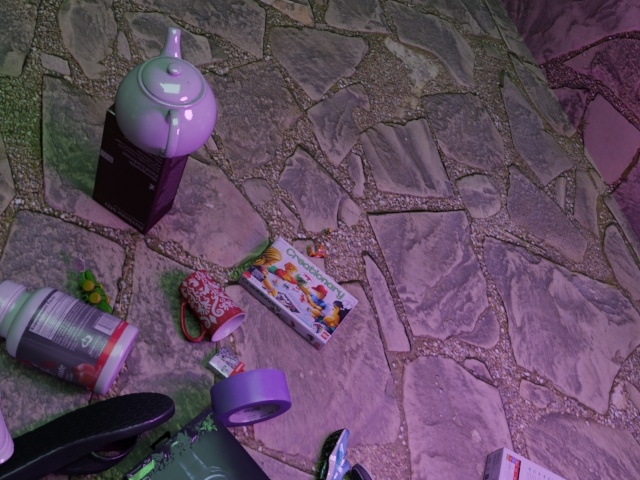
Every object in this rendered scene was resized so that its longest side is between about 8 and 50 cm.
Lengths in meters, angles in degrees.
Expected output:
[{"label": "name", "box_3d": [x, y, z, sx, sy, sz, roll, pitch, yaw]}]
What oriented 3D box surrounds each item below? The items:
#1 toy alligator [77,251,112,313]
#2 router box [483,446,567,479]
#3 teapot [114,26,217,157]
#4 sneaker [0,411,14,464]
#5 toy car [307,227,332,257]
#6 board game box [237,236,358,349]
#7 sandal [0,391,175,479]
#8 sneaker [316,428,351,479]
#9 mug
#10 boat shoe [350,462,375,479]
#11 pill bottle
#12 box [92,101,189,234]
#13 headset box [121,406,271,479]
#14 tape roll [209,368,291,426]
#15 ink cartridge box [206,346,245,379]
[{"label": "toy alligator", "box_3d": [-0.591, 0.119, 1.666, 0.051, 0.056, 0.189, -36, 73, 3]}, {"label": "router box", "box_3d": [0.568, 0.775, 1.741, 0.301, 0.082, 0.335, 29, 50, -5]}, {"label": "teapot", "box_3d": [-0.347, -0.327, 1.502, 0.256, 0.187, 0.252, 43, 53, 6]}, {"label": "sneaker", "box_3d": [-0.723, 0.334, 1.370, 0.111, 0.129, 0.297, -22, 45, -34]}, {"label": "toy car", "box_3d": [0.000, 0.000, 2.035, 0.060, 0.040, 0.122, 21, 52, -11]}, {"label": "board game box", "box_3d": [-0.062, 0.149, 1.893, 0.305, 0.053, 0.193, 39, 50, 4]}, {"label": "sandal", "box_3d": [-0.532, 0.451, 1.419, 0.446, 0.168, 0.106, -19, 112, -22]}, {"label": "sneaker", "box_3d": [0.044, 0.559, 1.667, 0.073, 0.063, 0.162, 34, 55, -20]}, {"label": "mug", "box_3d": [-0.305, 0.174, 1.725, 0.150, 0.113, 0.169, -28, 69, -39]}, {"label": "boat shoe", "box_3d": [0.108, 0.656, 1.611, 0.065, 0.075, 0.206, -4, 64, -31]}, {"label": "pill bottle", "box_3d": [-0.603, 0.215, 1.508, 0.319, 0.176, 0.176, 26, 50, -7]}, {"label": "box", "box_3d": [-0.472, -0.204, 1.729, 0.191, 0.381, 0.143, 34, 52, 0]}, {"label": "headset box", "box_3d": [-0.274, 0.554, 1.461, 0.283, 0.131, 0.246, 47, 51, 11]}, {"label": "tape roll", "box_3d": [-0.169, 0.384, 1.591, 0.189, 0.189, 0.080, -1, 59, -26]}, {"label": "ink cartridge box", "box_3d": [-0.231, 0.336, 1.698, 0.115, 0.029, 0.063, 39, 50, 4]}]
